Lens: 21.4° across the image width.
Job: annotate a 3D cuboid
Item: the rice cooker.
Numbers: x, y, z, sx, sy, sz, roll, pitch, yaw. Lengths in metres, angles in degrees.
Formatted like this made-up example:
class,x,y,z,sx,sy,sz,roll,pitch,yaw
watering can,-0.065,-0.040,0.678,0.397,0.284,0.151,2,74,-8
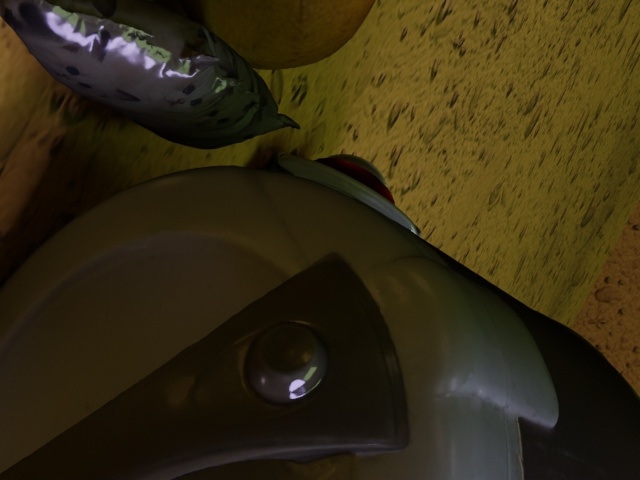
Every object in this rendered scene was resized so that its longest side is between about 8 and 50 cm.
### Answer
class,x,y,z,sx,sy,sz,roll,pitch,yaw
rice cooker,-0.017,0.142,0.815,0.325,0.335,0.335,27,91,-51

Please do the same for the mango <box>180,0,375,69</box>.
class,x,y,z,sx,sy,sz,roll,pitch,yaw
mango,-0.021,-0.146,0.821,0.115,0.089,0.165,-48,157,-13

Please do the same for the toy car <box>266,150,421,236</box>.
class,x,y,z,sx,sy,sz,roll,pitch,yaw
toy car,0.000,0.000,1.108,0.139,0.112,0.112,-59,-177,27

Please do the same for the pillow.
class,x,y,z,sx,sy,sz,roll,pitch,yaw
pillow,-0.066,-0.075,0.777,0.241,0.093,0.051,31,73,-73
